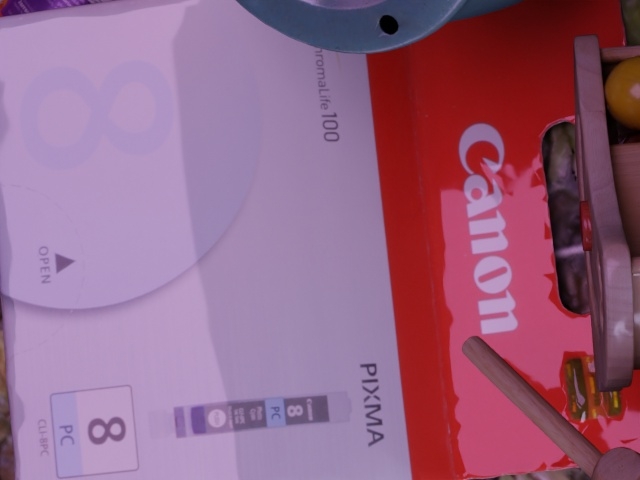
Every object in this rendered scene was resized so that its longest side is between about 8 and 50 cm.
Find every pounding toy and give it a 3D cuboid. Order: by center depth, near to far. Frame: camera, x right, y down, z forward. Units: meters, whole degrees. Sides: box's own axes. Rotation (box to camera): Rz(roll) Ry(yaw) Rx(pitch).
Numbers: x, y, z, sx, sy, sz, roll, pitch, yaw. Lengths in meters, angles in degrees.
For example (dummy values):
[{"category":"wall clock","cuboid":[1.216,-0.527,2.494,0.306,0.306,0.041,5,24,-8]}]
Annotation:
[{"category":"pounding toy","cuboid":[0.150,0.011,1.070,0.155,0.154,0.269,-4,63,5]}]

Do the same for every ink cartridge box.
[{"category":"ink cartridge box","cuboid":[0.000,0.000,1.181,0.385,0.091,0.308,-7,81,10]}]

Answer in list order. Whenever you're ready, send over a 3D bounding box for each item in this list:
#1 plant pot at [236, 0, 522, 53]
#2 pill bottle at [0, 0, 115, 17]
[{"category":"plant pot","cuboid":[0.056,-0.236,1.070,0.272,0.255,0.271,16,127,23]},{"category":"pill bottle","cuboid":[-0.126,-0.180,1.306,0.193,0.108,0.108,-46,67,15]}]
